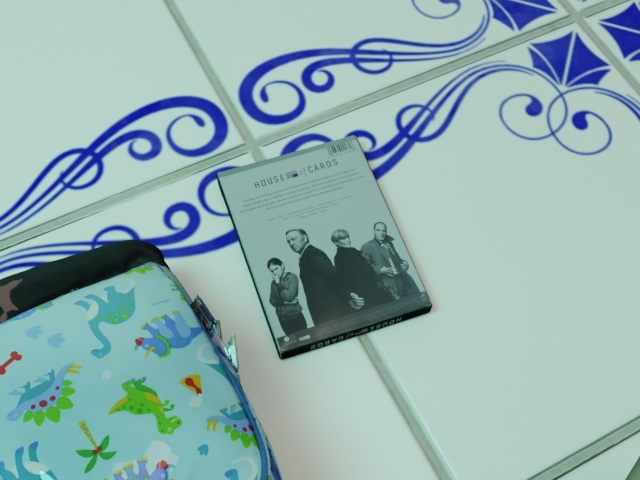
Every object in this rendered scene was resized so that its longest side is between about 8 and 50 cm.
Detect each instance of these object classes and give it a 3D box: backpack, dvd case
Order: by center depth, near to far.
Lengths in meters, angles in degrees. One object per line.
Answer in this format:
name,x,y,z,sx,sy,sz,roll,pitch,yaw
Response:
backpack,-0.182,0.182,0.729,0.290,0.273,0.356,-21,77,-29
dvd case,0.000,0.000,0.943,0.179,0.030,0.239,-16,63,-11

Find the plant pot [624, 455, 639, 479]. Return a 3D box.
plant pot,0.287,0.358,0.665,0.256,0.256,0.274,41,83,17
